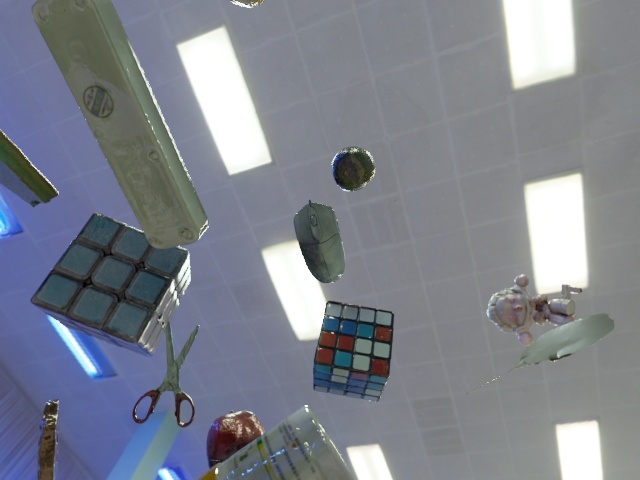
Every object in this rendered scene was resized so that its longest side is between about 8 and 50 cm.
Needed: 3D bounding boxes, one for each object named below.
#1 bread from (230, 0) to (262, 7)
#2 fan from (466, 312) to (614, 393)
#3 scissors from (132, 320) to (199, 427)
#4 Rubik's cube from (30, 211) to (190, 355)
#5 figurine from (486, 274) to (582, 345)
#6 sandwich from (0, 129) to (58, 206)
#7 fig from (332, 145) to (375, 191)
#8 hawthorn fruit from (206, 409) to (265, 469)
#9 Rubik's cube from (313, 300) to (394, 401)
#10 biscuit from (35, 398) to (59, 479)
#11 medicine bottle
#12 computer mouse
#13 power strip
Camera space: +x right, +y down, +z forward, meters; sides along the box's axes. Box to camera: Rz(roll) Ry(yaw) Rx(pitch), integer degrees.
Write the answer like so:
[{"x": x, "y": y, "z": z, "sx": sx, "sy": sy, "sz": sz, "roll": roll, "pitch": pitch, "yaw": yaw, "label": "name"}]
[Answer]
[{"x": -0.166, "y": -0.705, "z": 1.016, "sx": 0.106, "sy": 0.140, "sz": 0.236, "roll": 11, "pitch": -82, "yaw": -30, "label": "bread"}, {"x": 0.407, "y": 0.226, "z": 0.784, "sx": 0.310, "sy": 0.010, "sz": 0.182, "roll": -40, "pitch": -47, "yaw": 25, "label": "fan"}, {"x": -0.370, "y": 0.330, "z": 1.022, "sx": 0.145, "sy": 0.247, "sz": 0.017, "roll": 9, "pitch": -19, "yaw": -9, "label": "scissors"}, {"x": -0.594, "y": 0.146, "z": 1.235, "sx": 0.301, "sy": 0.304, "sz": 0.303, "roll": 22, "pitch": -25, "yaw": -5, "label": "Rubik's cube"}, {"x": 0.592, "y": 0.192, "z": 1.165, "sx": 0.257, "sy": 0.145, "sz": 0.181, "roll": -4, "pitch": -80, "yaw": 43, "label": "figurine"}, {"x": -0.744, "y": -0.178, "z": 0.996, "sx": 0.212, "sy": 0.063, "sz": 0.245, "roll": 43, "pitch": -31, "yaw": -19, "label": "sandwich"}, {"x": 0.102, "y": -0.208, "z": 1.157, "sx": 0.123, "sy": 0.156, "sz": 0.123, "roll": 10, "pitch": -67, "yaw": 26, "label": "fig"}, {"x": -0.285, "y": 0.687, "z": 1.386, "sx": 0.216, "sy": 0.249, "sz": 0.215, "roll": -12, "pitch": -58, "yaw": -21, "label": "hawthorn fruit"}, {"x": 0.071, "y": 0.246, "z": 0.905, "sx": 0.154, "sy": 0.154, "sz": 0.151, "roll": 10, "pitch": -40, "yaw": 5, "label": "Rubik's cube"}, {"x": -0.537, "y": 0.405, "z": 0.802, "sx": 0.034, "sy": 0.182, "sz": 0.215, "roll": 2, "pitch": -44, "yaw": -31, "label": "biscuit"}, {"x": -0.053, "y": 0.421, "z": 0.633, "sx": 0.232, "sy": 0.238, "sz": 0.237, "roll": -32, "pitch": -69, "yaw": -15, "label": "medicine bottle"}, {"x": 0.000, "y": 0.002, "z": 1.051, "sx": 0.113, "sy": 0.068, "sz": 0.228, "roll": -17, "pitch": -90, "yaw": 4, "label": "computer mouse"}, {"x": -0.277, "y": -0.167, "z": 0.592, "sx": 0.091, "sy": 0.062, "sz": 0.384, "roll": -11, "pitch": -64, "yaw": 13, "label": "power strip"}]
